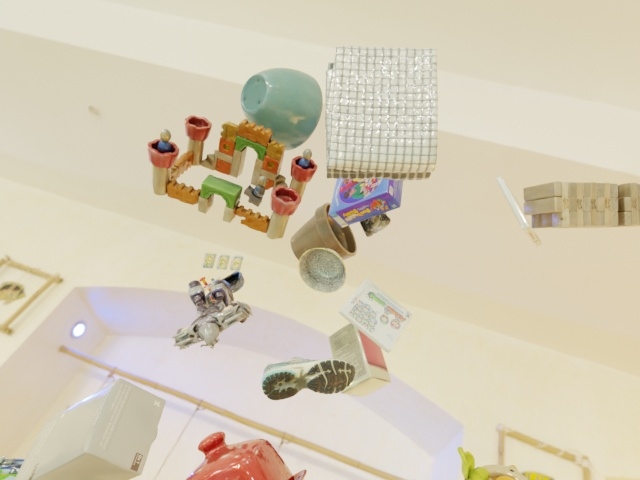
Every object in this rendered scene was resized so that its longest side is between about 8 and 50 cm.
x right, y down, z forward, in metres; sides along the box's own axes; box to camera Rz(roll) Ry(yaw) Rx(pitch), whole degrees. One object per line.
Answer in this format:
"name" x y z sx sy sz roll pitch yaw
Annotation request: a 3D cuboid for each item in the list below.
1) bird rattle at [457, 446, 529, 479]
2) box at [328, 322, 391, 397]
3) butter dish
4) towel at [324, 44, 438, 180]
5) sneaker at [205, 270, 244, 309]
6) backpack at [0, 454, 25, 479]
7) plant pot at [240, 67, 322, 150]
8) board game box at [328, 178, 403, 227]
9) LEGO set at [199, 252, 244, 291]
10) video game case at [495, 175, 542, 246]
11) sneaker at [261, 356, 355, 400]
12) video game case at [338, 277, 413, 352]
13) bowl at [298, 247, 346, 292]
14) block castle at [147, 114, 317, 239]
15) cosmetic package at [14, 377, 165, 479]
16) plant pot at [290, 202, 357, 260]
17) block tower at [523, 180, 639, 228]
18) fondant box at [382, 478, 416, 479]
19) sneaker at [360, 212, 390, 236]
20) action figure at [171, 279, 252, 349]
"bird rattle" 0.441 0.635 1.028 0.207 0.253 0.142 -5 -82 -6
"box" 0.142 0.440 1.537 0.149 0.232 0.127 -39 -46 27
"butter dish" -0.112 0.294 0.503 0.118 0.160 0.160 61 -2 17
"towel" 0.127 -0.272 0.902 0.235 0.283 0.121 2 -11 2
"sneaker" -0.391 0.195 1.643 0.083 0.221 0.087 33 -37 11
"backpack" -0.723 0.628 0.913 0.356 0.273 0.289 -8 -57 -16
"plant pot" -0.166 -0.485 1.462 0.291 0.289 0.196 -15 -14 37
"board game box" 0.168 -0.229 1.417 0.234 0.346 0.078 -18 -46 37
"LEGO set" -0.459 0.178 1.875 0.183 0.060 0.244 8 -68 -35
"video game case" 0.642 -0.092 1.335 0.023 0.201 0.184 -31 -35 27
"sneaker" -0.038 0.389 1.240 0.284 0.122 0.109 -1 -78 -12
"video game case" 0.145 0.188 1.058 0.157 0.143 0.019 39 -43 9
"bowl" 0.017 0.085 1.398 0.170 0.080 0.169 9 -62 17
"block castle" -0.254 -0.222 1.267 0.454 0.303 0.212 21 -53 1
"cosmetic package" -0.382 0.340 0.685 0.238 0.127 0.107 -35 -60 24
"plant pot" 0.000 0.000 1.817 0.230 0.263 0.263 -30 -62 21
"block tower" 0.603 -0.073 0.872 0.336 0.090 0.097 -1 0 -12
"fondant box" 0.084 0.589 0.668 0.096 0.331 0.238 -35 -109 40
"sneaker" 0.212 -0.089 1.592 0.106 0.101 0.267 -24 -10 -1
"action figure" -0.261 0.181 1.002 0.186 0.285 0.099 -16 -70 -9
